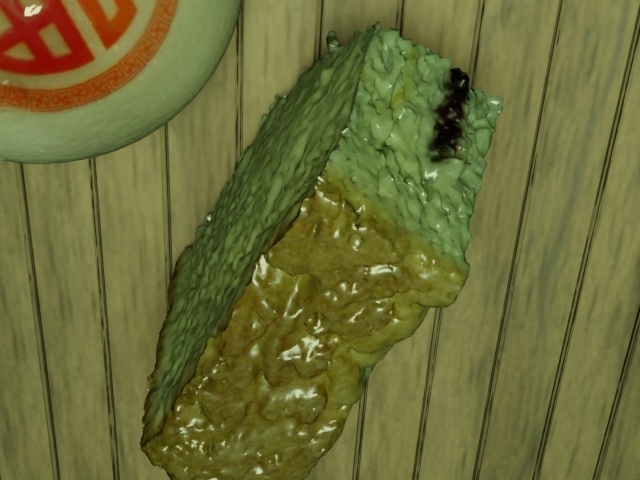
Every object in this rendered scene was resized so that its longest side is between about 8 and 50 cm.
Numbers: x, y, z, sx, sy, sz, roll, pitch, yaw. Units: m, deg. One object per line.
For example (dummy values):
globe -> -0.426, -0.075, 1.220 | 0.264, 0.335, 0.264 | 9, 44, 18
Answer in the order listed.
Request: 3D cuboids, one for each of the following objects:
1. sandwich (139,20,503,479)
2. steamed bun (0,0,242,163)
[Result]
sandwich -> 0.000, 0.000, 0.687 | 0.131, 0.262, 0.325 | 27, 116, -15
steamed bun -> -0.181, -0.182, 0.595 | 0.283, 0.177, 0.283 | -5, 110, -14
